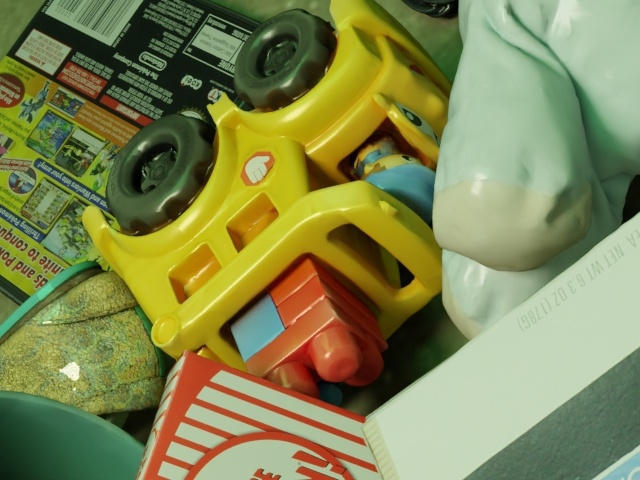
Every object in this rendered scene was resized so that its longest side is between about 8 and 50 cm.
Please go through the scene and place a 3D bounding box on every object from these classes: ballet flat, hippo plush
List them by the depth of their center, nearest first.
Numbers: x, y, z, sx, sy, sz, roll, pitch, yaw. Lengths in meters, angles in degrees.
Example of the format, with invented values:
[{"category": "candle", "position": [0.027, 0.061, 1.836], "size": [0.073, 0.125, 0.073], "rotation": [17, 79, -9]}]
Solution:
[{"category": "hippo plush", "position": [0.189, -0.078, 0.983], "size": [0.237, 0.234, 0.294], "rotation": [4, 76, 9]}, {"category": "ballet flat", "position": [-0.224, 0.148, 1.211], "size": [0.348, 0.123, 0.123], "rotation": [-38, 42, 26]}]

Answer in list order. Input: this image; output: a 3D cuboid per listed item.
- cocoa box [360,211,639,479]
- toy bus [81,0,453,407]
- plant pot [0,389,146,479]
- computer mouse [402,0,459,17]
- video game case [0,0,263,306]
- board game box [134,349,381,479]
[{"category": "cocoa box", "position": [0.237, 0.098, 0.747], "size": [0.347, 0.231, 0.228], "rotation": [-38, 44, 14]}, {"category": "toy bus", "position": [0.000, 0.000, 1.079], "size": [0.220, 0.149, 0.211], "rotation": [-42, 38, 9]}, {"category": "plant pot", "position": [-0.207, 0.252, 0.998], "size": [0.235, 0.293, 0.293], "rotation": [-33, 40, 48]}, {"category": "computer mouse", "position": [0.094, -0.276, 1.279], "size": [0.184, 0.060, 0.262], "rotation": [27, 92, 44]}, {"category": "video game case", "position": [-0.162, -0.071, 1.370], "size": [0.275, 0.035, 0.248], "rotation": [29, 82, 47]}, {"category": "board game box", "position": [-0.004, 0.157, 0.958], "size": [0.045, 0.193, 0.146], "rotation": [127, 162, -66]}]
